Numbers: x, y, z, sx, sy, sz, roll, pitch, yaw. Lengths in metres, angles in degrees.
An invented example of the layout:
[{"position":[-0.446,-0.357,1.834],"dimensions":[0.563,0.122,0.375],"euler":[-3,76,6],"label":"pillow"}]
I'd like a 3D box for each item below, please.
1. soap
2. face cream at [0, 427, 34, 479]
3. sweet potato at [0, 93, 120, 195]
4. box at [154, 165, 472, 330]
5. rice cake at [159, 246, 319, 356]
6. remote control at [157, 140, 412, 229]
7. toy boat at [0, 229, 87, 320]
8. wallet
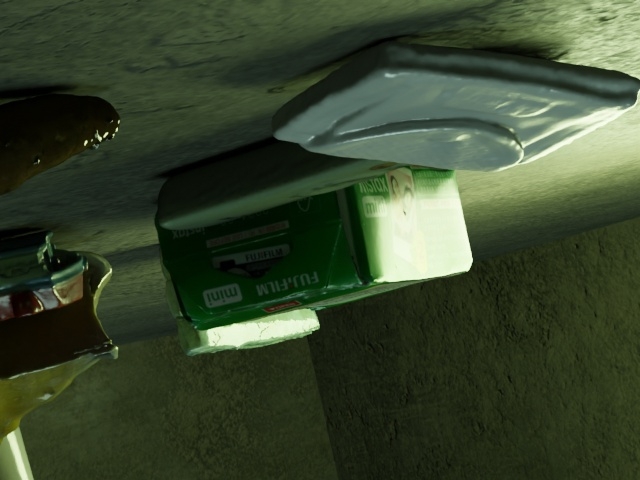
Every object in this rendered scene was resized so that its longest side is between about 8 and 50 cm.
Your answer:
[{"position":[-0.329,0.167,1.514],"dimensions":[0.304,0.169,0.338],"euler":[-11,150,-17],"label":"soap"},{"position":[-0.336,0.209,1.666],"dimensions":[0.143,0.314,0.089],"euler":[-13,177,26],"label":"face cream"},{"position":[-0.186,-0.024,0.719],"dimensions":[0.075,0.074,0.269],"euler":[-16,178,38],"label":"sweet potato"},{"position":[0.000,0.000,1.363],"dimensions":[0.180,0.103,0.250],"euler":[-14,177,24],"label":"box"},{"position":[-0.082,0.050,1.700],"dimensions":[0.038,0.124,0.211],"euler":[-22,166,31],"label":"rice cake"},{"position":[0.026,-0.058,1.101],"dimensions":[0.309,0.038,0.090],"euler":[-16,175,33],"label":"remote control"},{"position":[-0.220,0.024,1.331],"dimensions":[0.069,0.058,0.173],"euler":[-12,-178,2],"label":"toy boat"},{"position":[0.074,-0.068,0.932],"dimensions":[0.183,0.032,0.124],"euler":[5,159,-34],"label":"wallet"}]
